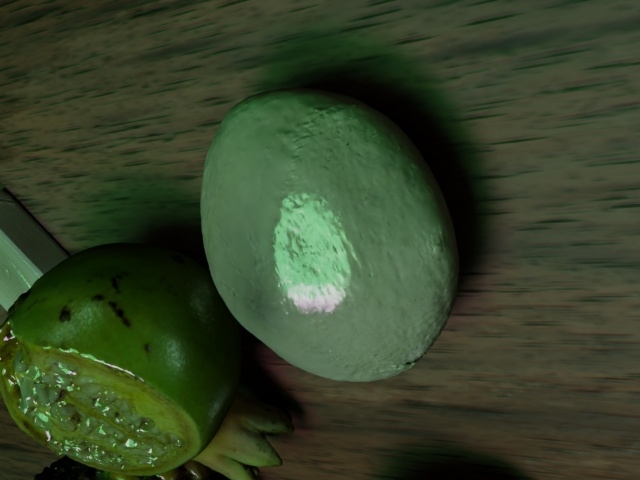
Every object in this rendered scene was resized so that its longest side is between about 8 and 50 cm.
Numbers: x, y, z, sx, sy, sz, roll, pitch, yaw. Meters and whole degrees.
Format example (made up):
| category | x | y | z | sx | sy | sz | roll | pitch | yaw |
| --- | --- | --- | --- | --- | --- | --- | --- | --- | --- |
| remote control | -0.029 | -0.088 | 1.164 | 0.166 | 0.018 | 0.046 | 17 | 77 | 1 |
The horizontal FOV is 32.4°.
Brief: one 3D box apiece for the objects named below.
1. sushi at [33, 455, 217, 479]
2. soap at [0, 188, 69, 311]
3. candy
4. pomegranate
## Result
| category | x | y | z | sx | sy | sz | roll | pitch | yaw |
| --- | --- | --- | --- | --- | --- | --- | --- | --- | --- |
| sushi | -0.240 | 0.427 | 1.412 | 0.285 | 0.328 | 0.328 | -16 | 100 | 51 |
| soap | -0.402 | 0.034 | 1.482 | 0.183 | 0.064 | 0.121 | 44 | 134 | 9 |
| candy | 0.000 | 0.000 | 1.021 | 0.295 | 0.185 | 0.295 | 28 | 136 | 31 |
| pomegranate | -0.188 | 0.139 | 1.274 | 0.358 | 0.216 | 0.310 | 28 | 140 | -18 |
